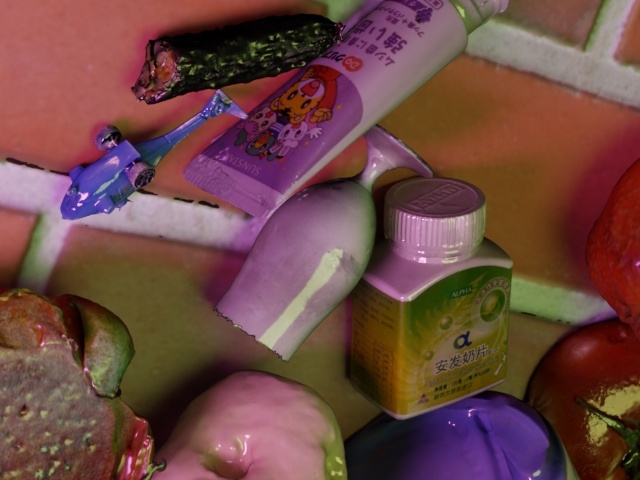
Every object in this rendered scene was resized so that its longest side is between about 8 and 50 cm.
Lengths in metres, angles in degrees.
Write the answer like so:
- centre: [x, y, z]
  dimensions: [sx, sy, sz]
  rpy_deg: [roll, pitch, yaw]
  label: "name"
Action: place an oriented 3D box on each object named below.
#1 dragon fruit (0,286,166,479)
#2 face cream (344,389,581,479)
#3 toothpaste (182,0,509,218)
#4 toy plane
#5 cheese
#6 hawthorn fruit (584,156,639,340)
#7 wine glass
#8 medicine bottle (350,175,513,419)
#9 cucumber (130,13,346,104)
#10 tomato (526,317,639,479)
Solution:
- centre: [-0.266, 0.153, 1.368]
  dimensions: [0.295, 0.130, 0.268]
  rpy_deg: [-32, 128, -21]
  label: "dragon fruit"
- centre: [0.132, 0.288, 1.663]
  dimensions: [0.249, 0.249, 0.225]
  rpy_deg: [-39, 126, -15]
  label: "face cream"
- centre: [0.027, -0.126, 1.479]
  dimensions: [0.299, 0.114, 0.073]
  rpy_deg: [-40, 132, -21]
  label: "toothpaste"
- centre: [-0.132, -0.065, 1.423]
  dimensions: [0.167, 0.054, 0.062]
  rpy_deg: [-37, 154, -16]
  label: "toy plane"
- centre: [-0.070, 0.253, 1.537]
  dimensions: [0.248, 0.173, 0.251]
  rpy_deg: [82, 31, -51]
  label: "cheese"
- centre: [0.373, -0.012, 1.737]
  dimensions: [0.253, 0.205, 0.205]
  rpy_deg: [-51, 133, -16]
  label: "hawthorn fruit"
- centre: [0.000, 0.000, 1.521]
  dimensions: [0.202, 0.093, 0.093]
  rpy_deg: [-54, 132, -6]
  label: "wine glass"
- centre: [0.097, 0.046, 1.620]
  dimensions: [0.132, 0.088, 0.188]
  rpy_deg: [-17, 122, -30]
  label: "medicine bottle"
- centre: [-0.062, -0.144, 1.429]
  dimensions: [0.181, 0.053, 0.053]
  rpy_deg: [-16, 120, -29]
  label: "cucumber"
- centre: [0.310, 0.185, 1.847]
  dimensions: [0.228, 0.101, 0.228]
  rpy_deg: [-18, 125, -28]
  label: "tomato"
